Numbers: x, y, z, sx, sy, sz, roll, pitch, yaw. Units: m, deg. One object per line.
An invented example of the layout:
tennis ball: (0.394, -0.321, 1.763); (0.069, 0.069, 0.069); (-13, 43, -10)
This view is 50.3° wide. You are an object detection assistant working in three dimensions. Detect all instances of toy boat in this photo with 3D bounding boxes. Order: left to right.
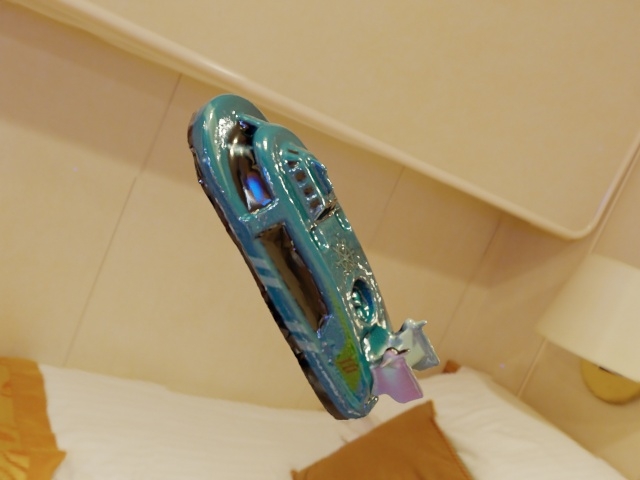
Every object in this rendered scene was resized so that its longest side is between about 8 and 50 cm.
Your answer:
toy boat: (0.000, 0.000, 0.588); (0.299, 0.092, 0.134); (62, 27, -7)
